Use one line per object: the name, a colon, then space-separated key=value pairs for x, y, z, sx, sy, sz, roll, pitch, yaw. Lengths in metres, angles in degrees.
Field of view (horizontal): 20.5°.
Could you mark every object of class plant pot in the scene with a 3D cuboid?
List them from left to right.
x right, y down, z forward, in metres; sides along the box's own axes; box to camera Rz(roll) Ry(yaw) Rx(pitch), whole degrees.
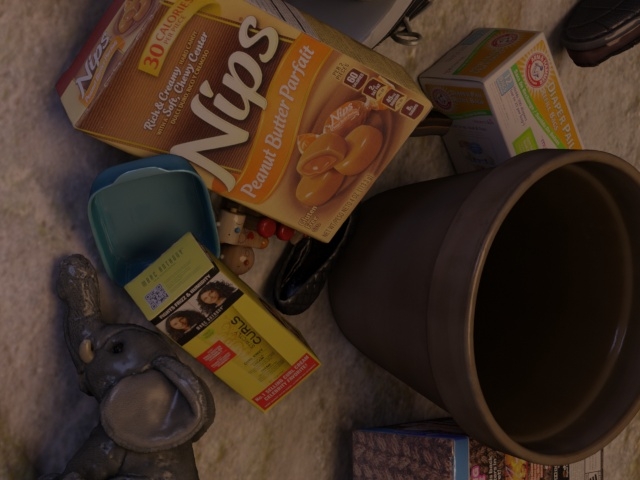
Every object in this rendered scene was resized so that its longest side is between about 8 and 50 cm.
plant pot: x=0.170 y=0.051 z=1.871 sx=0.323 sy=0.280 sz=0.323 roll=-9 pitch=103 yaw=-40

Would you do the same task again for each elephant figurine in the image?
elephant figurine: x=-0.170 y=0.159 z=1.659 sx=0.186 sy=0.169 sz=0.239 roll=20 pitch=88 yaw=-36

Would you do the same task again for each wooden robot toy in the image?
wooden robot toy: x=-0.080 y=0.004 z=1.786 sx=0.173 sy=0.076 sz=0.079 roll=8 pitch=103 yaw=-42

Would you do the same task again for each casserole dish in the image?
casserole dish: x=-0.158 y=-0.020 z=1.672 sx=0.114 sy=0.037 sz=0.188 roll=-14 pitch=144 yaw=-4

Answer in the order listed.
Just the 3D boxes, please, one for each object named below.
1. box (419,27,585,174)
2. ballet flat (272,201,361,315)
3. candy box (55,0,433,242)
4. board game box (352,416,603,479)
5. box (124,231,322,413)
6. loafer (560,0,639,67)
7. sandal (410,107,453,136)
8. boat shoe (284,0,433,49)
box: x=0.212 y=-0.127 z=1.998 sx=0.114 sy=0.103 sz=0.203 roll=-42 pitch=123 yaw=-29
ballet flat: x=0.000 y=0.000 z=1.857 sx=0.049 sy=0.057 sz=0.173 roll=71 pitch=41 yaw=-79
candy box: x=-0.069 y=-0.138 z=1.688 sx=0.316 sy=0.087 sz=0.183 roll=24 pitch=111 yaw=-36
board game box: x=0.182 y=0.318 z=1.984 sx=0.291 sy=0.141 sz=0.232 roll=0 pitch=90 yaw=-48
box: x=-0.092 y=0.085 z=1.742 sx=0.087 sy=0.058 sz=0.232 roll=-40 pitch=141 yaw=2
loafer: x=0.404 y=-0.286 z=2.146 sx=0.302 sy=0.109 sz=0.095 roll=-44 pitch=127 yaw=-31
sandal: x=0.052 y=-0.124 z=1.885 sx=0.219 sy=0.090 sz=0.060 roll=1 pitch=118 yaw=-49
boat shoe: x=0.060 y=-0.253 z=1.839 sx=0.306 sy=0.113 sz=0.105 roll=-51 pitch=151 yaw=-14
